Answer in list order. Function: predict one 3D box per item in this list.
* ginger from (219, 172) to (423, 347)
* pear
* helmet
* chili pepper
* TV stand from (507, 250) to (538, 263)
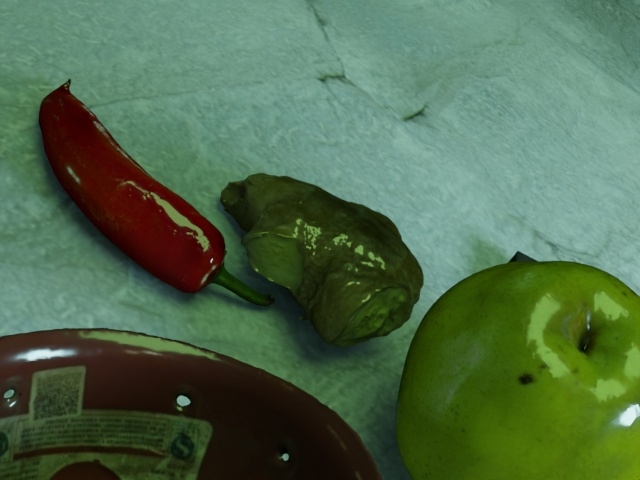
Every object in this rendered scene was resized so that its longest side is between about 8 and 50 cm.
[{"bbox_3d":[0.000,0.000,1.197,0.219,0.123,0.270,-10,52,-50],"label":"ginger"},{"bbox_3d":[0.206,0.159,1.049,0.294,0.294,0.294,19,41,-17],"label":"pear"},{"bbox_3d":[-0.134,0.247,0.744,0.337,0.230,0.385,5,27,-32],"label":"helmet"},{"bbox_3d":[-0.200,-0.056,1.154,0.368,0.092,0.137,47,30,14],"label":"chili pepper"},{"bbox_3d":[0.248,0.116,1.306,0.049,0.040,0.256,25,39,-10],"label":"TV stand"}]
